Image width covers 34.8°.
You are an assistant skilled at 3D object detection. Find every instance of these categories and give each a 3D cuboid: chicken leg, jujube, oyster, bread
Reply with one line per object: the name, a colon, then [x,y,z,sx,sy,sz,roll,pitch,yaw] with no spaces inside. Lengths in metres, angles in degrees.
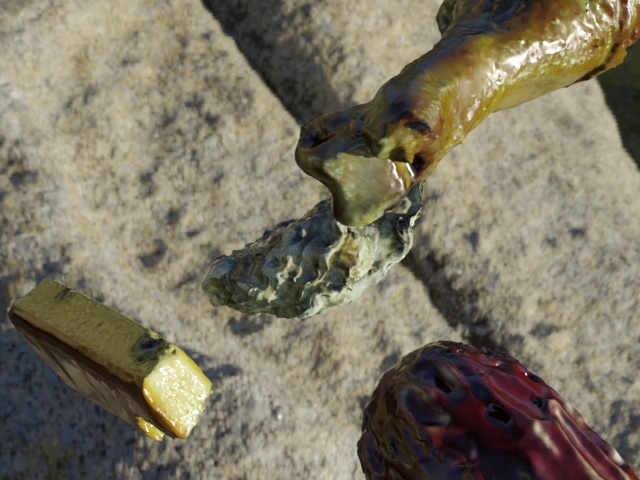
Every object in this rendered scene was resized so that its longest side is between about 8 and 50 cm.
chicken leg: [0.142,-0.150,0.686,0.140,0.211,0.361,41,44,-4]
jujube: [0.196,0.279,1.065,0.377,0.258,0.258,42,59,14]
oyster: [0.000,0.000,0.767,0.177,0.064,0.125,-42,25,-14]
bread: [-0.142,0.086,0.707,0.049,0.088,0.226,-44,33,-21]
